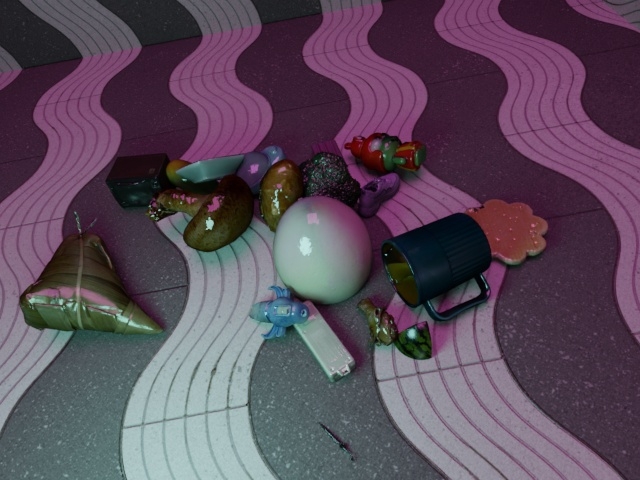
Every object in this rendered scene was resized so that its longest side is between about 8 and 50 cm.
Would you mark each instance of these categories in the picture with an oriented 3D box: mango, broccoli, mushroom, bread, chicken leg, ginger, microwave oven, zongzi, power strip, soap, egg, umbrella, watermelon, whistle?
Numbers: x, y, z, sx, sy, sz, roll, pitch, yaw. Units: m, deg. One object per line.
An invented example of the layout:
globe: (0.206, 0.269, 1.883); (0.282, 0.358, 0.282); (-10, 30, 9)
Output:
mango: (-0.543, -0.266, 1.976); (0.251, 0.114, 0.156); (20, 17, -13)
broccoli: (0.031, -0.220, 1.813); (0.298, 0.297, 0.297); (16, 34, 21)
mushroom: (-0.433, -0.140, 1.767); (0.356, 0.334, 0.331); (50, 48, 3)
bread: (0.673, -0.036, 1.682); (0.316, 0.054, 0.316); (-4, 50, 5)
chicken leg: (0.179, 0.255, 1.483); (0.081, 0.125, 0.196); (10, 43, -34)
ginger: (-0.155, -0.145, 1.714); (0.165, 0.321, 0.172); (17, 36, 5)
microwave oven: (-0.775, -0.253, 1.997); (0.248, 0.178, 0.188); (-5, 51, 5)
zongzi: (-0.780, 0.146, 1.723); (0.467, 0.218, 0.499); (13, 37, -13)
power strip: (-0.006, 0.315, 1.498); (0.098, 0.058, 0.338); (-30, 53, -14)
soap: (0.039, -0.356, 2.030); (0.122, 0.065, 0.203); (-15, 51, -4)
egg: (0.000, 0.000, 1.574); (0.355, 0.339, 0.354); (-5, 52, 6)
umbrella: (0.044, 0.570, 1.308); (0.022, 0.022, 0.149); (-18, 45, -41)
watermelon: (0.296, 0.309, 1.459); (0.135, 0.125, 0.094); (-3, 18, 29)
whistle: (-0.140, 0.239, 1.515); (0.269, 0.093, 0.180); (-6, 72, 45)

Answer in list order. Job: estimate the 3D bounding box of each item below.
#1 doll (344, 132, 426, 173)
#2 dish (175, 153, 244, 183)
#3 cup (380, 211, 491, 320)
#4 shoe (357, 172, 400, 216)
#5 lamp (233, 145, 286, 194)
doll: (0.265, -0.375, 1.950); (0.363, 0.160, 0.182); (19, 43, 25)
dish: (-0.444, -0.288, 1.880); (0.182, 0.080, 0.243); (-11, 8, 43)
cup: (0.401, 0.076, 1.514); (0.292, 0.242, 0.308); (-23, 49, -13)
shoe: (0.236, -0.214, 1.840); (0.095, 0.137, 0.245); (32, 62, 24)
lamp: (-0.278, -0.309, 1.988); (0.284, 0.147, 0.209); (-28, 48, -15)
